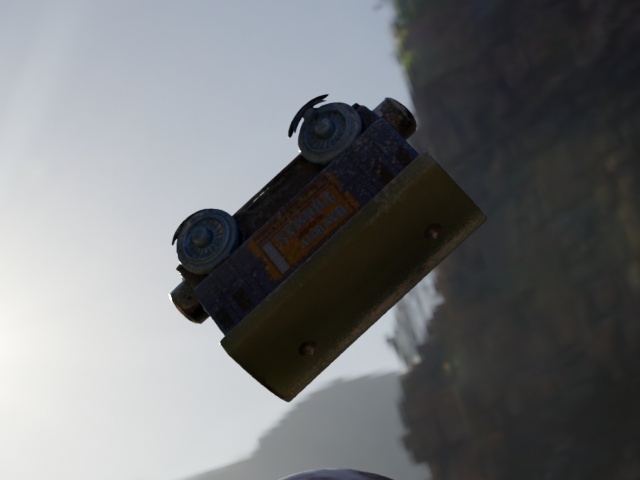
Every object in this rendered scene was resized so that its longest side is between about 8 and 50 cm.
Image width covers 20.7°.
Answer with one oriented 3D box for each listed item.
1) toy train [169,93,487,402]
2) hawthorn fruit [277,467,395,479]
[{"bbox_3d":[0.000,0.000,1.688,0.300,0.202,0.131,-44,-43,2],"label":"toy train"},{"bbox_3d":[-0.006,0.442,1.530,0.472,0.471,0.472,-17,-17,-5],"label":"hawthorn fruit"}]
